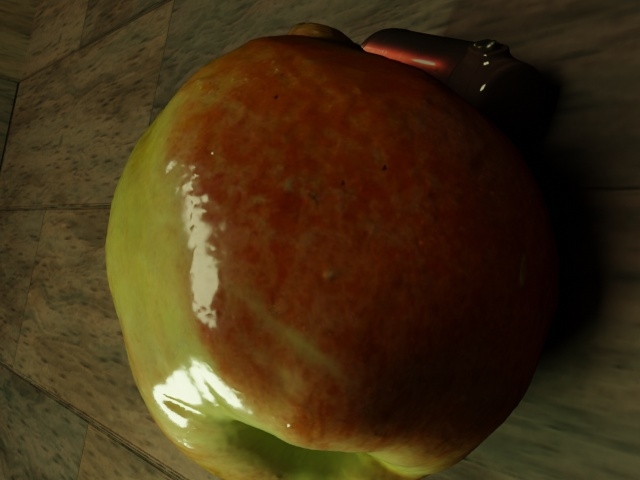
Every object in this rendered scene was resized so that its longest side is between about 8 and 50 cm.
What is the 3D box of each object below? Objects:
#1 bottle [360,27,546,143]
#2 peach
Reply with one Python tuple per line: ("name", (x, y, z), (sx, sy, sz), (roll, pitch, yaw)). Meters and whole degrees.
("bottle", (0.074, -0.093, 0.728), (0.164, 0.060, 0.060), (33, 108, 65))
("peach", (0.000, 0.000, 0.648), (0.232, 0.232, 0.257), (-44, 37, 52))
